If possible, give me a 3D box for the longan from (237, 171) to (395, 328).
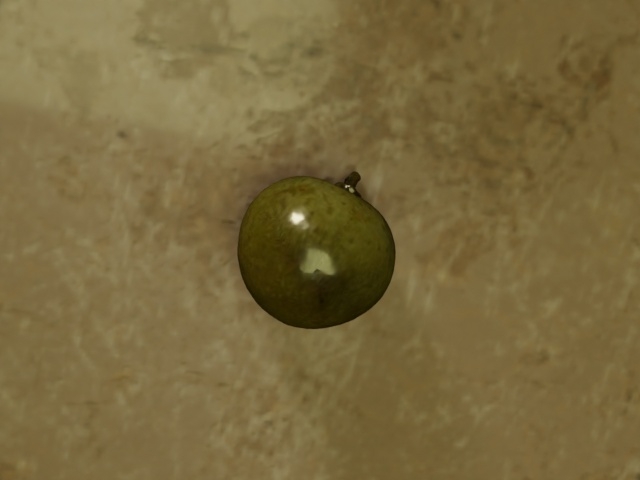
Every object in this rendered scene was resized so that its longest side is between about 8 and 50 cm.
[{"bbox_3d":[0.000,0.000,0.902,0.075,0.075,0.083,32,59,-19],"label":"longan"}]
